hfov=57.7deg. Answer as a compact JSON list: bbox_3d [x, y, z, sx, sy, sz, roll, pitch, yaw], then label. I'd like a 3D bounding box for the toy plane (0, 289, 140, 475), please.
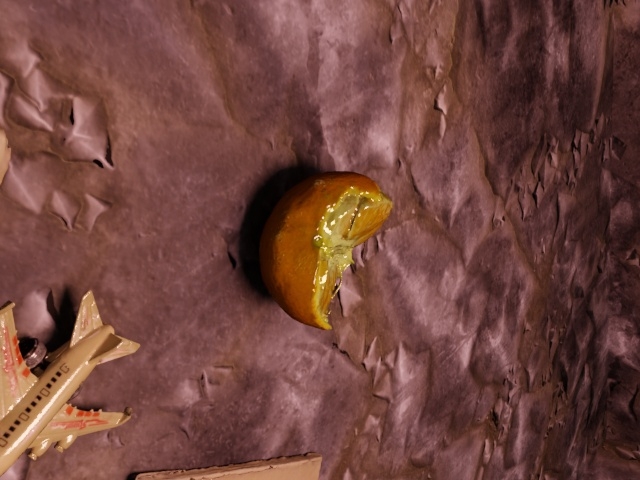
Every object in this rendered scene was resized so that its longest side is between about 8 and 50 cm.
[{"bbox_3d":[-0.319,0.178,0.652,0.244,0.092,0.229,-47,133,-25],"label":"toy plane"}]

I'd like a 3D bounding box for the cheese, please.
[{"bbox_3d":[-0.138,0.403,0.946,0.400,0.034,0.085,17,89,-47],"label":"cheese"}]

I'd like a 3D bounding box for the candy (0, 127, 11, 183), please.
[{"bbox_3d":[-0.379,-0.071,0.392,0.321,0.135,0.179,64,39,-67],"label":"candy"}]

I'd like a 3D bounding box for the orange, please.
[{"bbox_3d":[-0.006,0.000,0.858,0.237,0.158,0.179,-63,173,-4],"label":"orange"}]
